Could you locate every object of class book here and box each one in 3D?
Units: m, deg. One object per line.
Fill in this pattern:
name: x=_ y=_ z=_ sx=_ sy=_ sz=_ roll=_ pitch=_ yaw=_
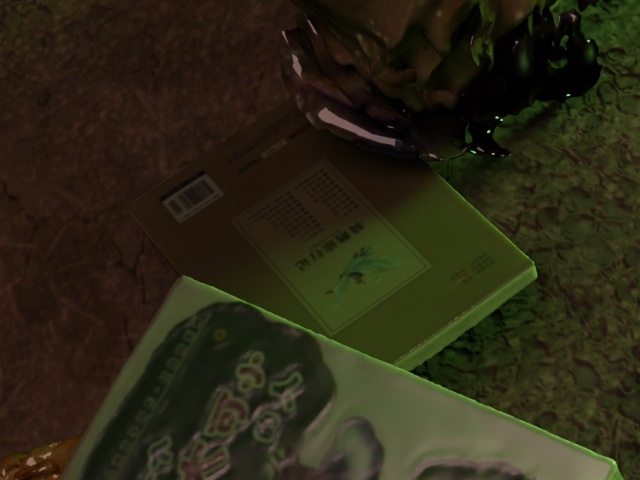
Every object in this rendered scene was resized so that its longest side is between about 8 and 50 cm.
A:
book: x=-0.010 y=0.198 z=1.209 sx=0.371 sy=0.043 sz=0.260 roll=22 pitch=74 yaw=26
book: x=0.000 y=0.000 z=1.392 sx=0.217 sy=0.021 sz=0.310 roll=-34 pitch=47 yaw=-8

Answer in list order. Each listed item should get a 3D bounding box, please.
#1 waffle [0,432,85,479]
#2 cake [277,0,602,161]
waffle: x=-0.090 y=0.235 z=1.345 sx=0.327 sy=0.098 sz=0.224 roll=-15 pitch=62 yaw=12
cake: x=0.114 y=-0.227 z=1.391 sx=0.332 sy=0.332 sz=0.321 roll=0 pitch=106 yaw=20
